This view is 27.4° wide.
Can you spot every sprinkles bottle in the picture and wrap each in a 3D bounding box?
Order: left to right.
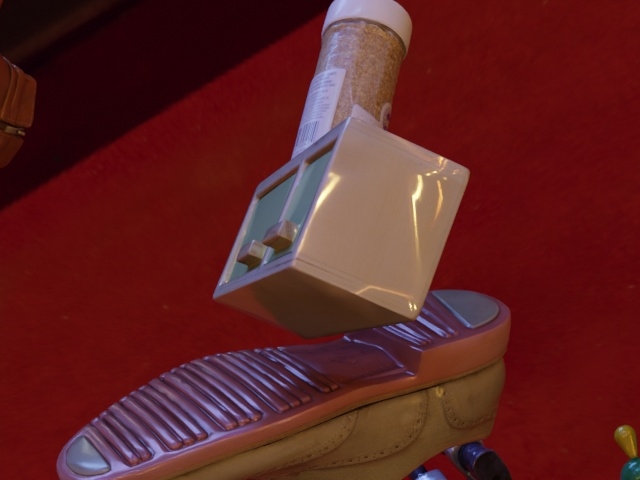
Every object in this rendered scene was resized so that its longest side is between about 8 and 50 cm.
[{"bbox_3d":[0.032,-0.156,1.737,0.121,0.121,0.355,14,63,0],"label":"sprinkles bottle"}]

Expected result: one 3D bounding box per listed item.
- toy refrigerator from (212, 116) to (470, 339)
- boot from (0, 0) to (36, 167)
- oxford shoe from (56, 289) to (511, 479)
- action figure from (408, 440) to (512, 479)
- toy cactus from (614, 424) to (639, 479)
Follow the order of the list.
[{"bbox_3d":[0.000,0.000,0.904,0.094,0.269,0.102,24,79,-11],"label":"toy refrigerator"},{"bbox_3d":[-0.400,-0.206,1.568,0.109,0.220,0.283,29,99,25],"label":"boot"},{"bbox_3d":[-0.011,0.161,1.052,0.397,0.140,0.146,-15,114,-22],"label":"oxford shoe"},{"bbox_3d":[0.100,0.225,1.497,0.185,0.285,0.099,-37,126,-6],"label":"action figure"},{"bbox_3d":[0.301,0.262,1.257,0.180,0.112,0.219,-22,129,-30],"label":"toy cactus"}]
